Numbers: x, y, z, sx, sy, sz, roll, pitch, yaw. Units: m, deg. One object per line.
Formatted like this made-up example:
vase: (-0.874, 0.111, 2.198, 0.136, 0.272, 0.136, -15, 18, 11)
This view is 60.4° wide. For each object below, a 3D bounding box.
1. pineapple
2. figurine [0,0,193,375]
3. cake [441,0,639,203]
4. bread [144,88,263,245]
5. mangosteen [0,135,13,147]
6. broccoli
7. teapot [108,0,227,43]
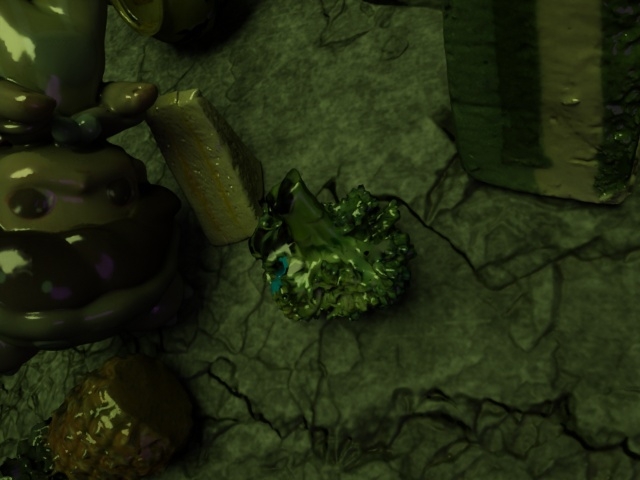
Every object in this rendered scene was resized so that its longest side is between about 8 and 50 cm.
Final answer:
pineapple: (-0.250, 0.219, 0.565, 0.248, 0.128, 0.128, -35, 61, 16)
figurine: (-0.254, -0.061, 0.524, 0.203, 0.248, 0.381, 17, 114, 43)
cake: (0.173, -0.130, 0.422, 0.158, 0.283, 0.172, 11, 92, 27)
bread: (-0.125, -0.075, 0.598, 0.077, 0.152, 0.105, -14, 62, 20)
mangosteen: (-0.457, -0.142, 0.813, 0.081, 0.081, 0.081, -8, 68, 21)
broccoli: (0.000, 0.000, 0.508, 0.154, 0.160, 0.167, -39, 43, 7)
teapot: (-0.193, -0.365, 0.743, 0.269, 0.173, 0.182, 10, 42, 42)
